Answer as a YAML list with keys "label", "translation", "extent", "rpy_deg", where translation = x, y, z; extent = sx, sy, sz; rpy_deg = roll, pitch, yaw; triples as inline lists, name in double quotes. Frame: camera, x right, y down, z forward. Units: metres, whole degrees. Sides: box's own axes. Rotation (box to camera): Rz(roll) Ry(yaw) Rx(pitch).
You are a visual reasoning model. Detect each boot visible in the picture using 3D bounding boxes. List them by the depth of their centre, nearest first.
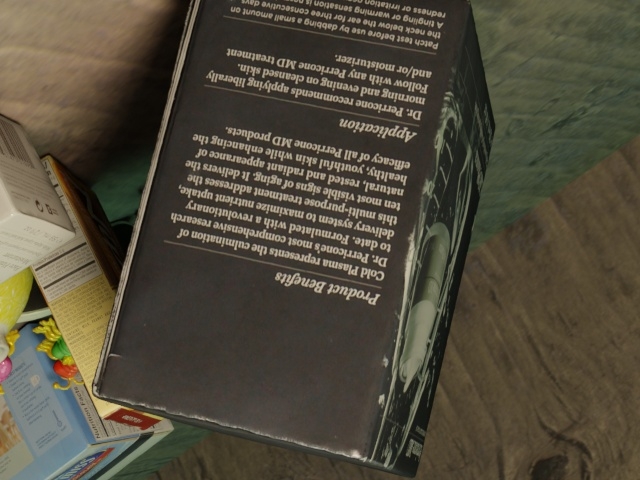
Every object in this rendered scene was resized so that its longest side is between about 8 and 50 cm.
- label: "boot"
  translation: [-0.372, 0.074, 2.033]
  extent: [0.244, 0.088, 0.176]
  rpy_deg: [-26, 167, -29]

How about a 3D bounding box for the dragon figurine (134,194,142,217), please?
- label: "dragon figurine"
  translation: [-0.178, -0.038, 2.018]
  extent: [0.144, 0.085, 0.289]
  rpy_deg: [-24, 163, -19]

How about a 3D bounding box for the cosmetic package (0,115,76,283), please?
- label: "cosmetic package"
  translation: [-0.391, -0.032, 1.509]
  extent: [0.183, 0.151, 0.151]
  rpy_deg: [-32, 164, 9]

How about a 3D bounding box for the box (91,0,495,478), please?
- label: "box"
  translation: [0.000, 0.000, 1.609]
  extent: [0.297, 0.472, 0.480]
  rpy_deg: [13, 172, 12]

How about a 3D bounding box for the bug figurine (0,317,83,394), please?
- label: "bug figurine"
  translation: [-0.427, 0.181, 2.038]
  extent: [0.279, 0.072, 0.216]
  rpy_deg: [-17, 165, -31]

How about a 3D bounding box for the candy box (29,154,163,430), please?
- label: "candy box"
  translation: [-0.272, 0.068, 1.738]
  extent: [0.087, 0.316, 0.183]
  rpy_deg: [-29, 165, 1]

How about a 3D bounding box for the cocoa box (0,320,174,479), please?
- label: "cocoa box"
  translation: [-0.465, 0.308, 2.333]
  extent: [0.347, 0.231, 0.228]
  rpy_deg: [-37, 163, 25]

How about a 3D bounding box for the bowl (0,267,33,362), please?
- label: "bowl"
  translation: [-0.471, 0.094, 1.770]
  extent: [0.289, 0.156, 0.289]
  rpy_deg: [-27, 166, -8]
